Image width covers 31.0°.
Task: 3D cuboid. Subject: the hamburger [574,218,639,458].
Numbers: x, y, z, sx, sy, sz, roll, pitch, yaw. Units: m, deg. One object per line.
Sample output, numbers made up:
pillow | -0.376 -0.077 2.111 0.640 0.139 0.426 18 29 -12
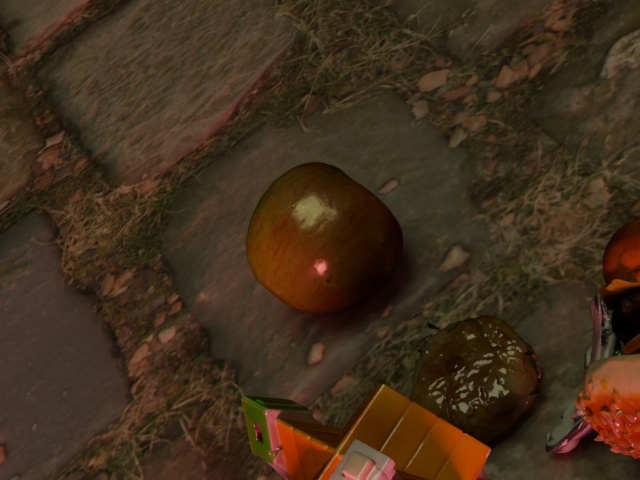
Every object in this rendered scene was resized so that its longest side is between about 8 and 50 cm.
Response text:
hamburger | 0.379 0.106 1.060 0.291 0.291 0.225 0 73 33

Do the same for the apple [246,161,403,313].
apple | 0.000 0.000 1.459 0.196 0.196 0.196 -18 47 20

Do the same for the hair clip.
hair clip | 0.285 0.140 1.216 0.049 0.116 0.172 21 66 4

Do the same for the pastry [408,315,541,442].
pastry | 0.171 0.156 1.294 0.153 0.081 0.153 -10 51 13

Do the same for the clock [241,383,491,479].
clock | 0.067 0.252 1.111 0.235 0.309 0.166 21 68 42
